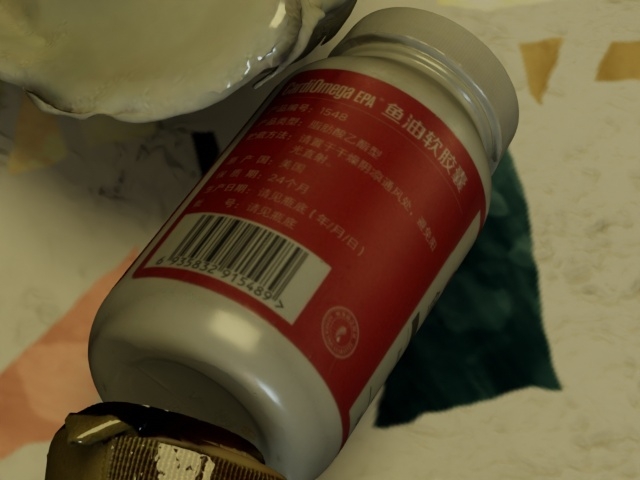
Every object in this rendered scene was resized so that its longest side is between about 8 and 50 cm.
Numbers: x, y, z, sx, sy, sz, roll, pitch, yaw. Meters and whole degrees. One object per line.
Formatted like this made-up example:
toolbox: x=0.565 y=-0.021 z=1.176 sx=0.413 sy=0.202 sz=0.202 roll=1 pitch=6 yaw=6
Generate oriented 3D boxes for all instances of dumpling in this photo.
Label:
dumpling: x=-0.102 y=-0.171 z=0.959 sx=0.260 sy=0.181 sz=0.341 roll=-11 pitch=61 yaw=10

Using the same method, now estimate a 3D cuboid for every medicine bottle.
medicine bottle: x=0.000 y=0.000 z=0.859 sx=0.131 sy=0.131 sz=0.250 roll=27 pitch=53 yaw=13

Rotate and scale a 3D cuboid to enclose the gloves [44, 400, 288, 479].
gloves: x=-0.094 y=0.225 z=0.663 sx=0.154 sy=0.141 sz=0.331 roll=8 pitch=60 yaw=13
